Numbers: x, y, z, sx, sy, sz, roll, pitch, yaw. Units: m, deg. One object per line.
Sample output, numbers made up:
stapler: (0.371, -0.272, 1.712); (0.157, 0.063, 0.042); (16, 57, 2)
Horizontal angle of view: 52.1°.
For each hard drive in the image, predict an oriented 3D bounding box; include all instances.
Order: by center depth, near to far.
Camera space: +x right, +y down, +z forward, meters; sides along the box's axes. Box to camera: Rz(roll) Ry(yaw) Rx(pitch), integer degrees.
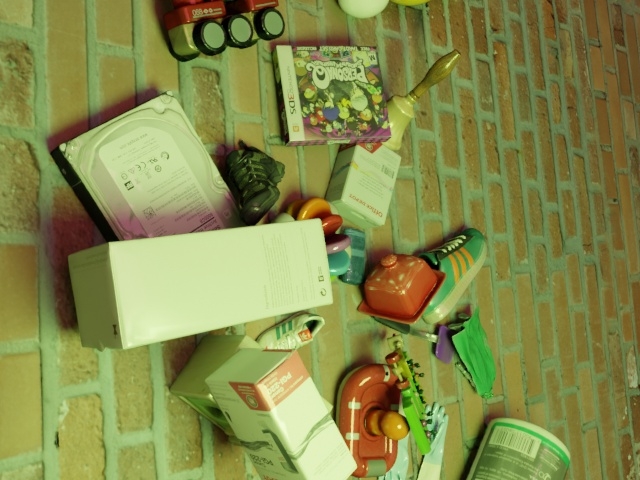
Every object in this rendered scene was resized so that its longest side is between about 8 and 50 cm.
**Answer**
hard drive: (-0.275, -0.064, 1.152); (0.237, 0.064, 0.339); (-38, 107, -35)

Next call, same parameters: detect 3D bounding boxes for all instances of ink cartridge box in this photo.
ink cartridge box: (-0.062, 0.281, 1.009); (0.092, 0.158, 0.218); (-38, 106, -36)
ink cartridge box: (0.092, -0.130, 1.435); (0.127, 0.072, 0.175); (29, 67, -30)

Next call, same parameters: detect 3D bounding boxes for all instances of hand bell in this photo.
hand bell: (0.213, -0.323, 1.430); (0.126, 0.242, 0.126); (32, 34, -25)

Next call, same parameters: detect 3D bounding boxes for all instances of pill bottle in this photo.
pill bottle: (0.419, 0.609, 1.492); (0.204, 0.204, 0.361); (46, 60, -23)

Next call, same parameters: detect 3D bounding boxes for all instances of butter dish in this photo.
butter dish: (0.161, 0.080, 1.389); (0.160, 0.159, 0.118); (-49, 130, -32)

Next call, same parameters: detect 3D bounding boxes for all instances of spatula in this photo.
spatula: (0.224, 0.213, 1.510); (0.296, 0.030, 0.084); (25, 69, -32)

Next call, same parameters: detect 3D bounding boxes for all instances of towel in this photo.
towel: (0.072, 0.035, 1.415); (0.067, 0.029, 0.120); (14, 75, -49)

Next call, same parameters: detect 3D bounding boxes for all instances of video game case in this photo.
video game case: (0.025, -0.306, 1.378); (0.231, 0.042, 0.211); (-5, 81, -19)

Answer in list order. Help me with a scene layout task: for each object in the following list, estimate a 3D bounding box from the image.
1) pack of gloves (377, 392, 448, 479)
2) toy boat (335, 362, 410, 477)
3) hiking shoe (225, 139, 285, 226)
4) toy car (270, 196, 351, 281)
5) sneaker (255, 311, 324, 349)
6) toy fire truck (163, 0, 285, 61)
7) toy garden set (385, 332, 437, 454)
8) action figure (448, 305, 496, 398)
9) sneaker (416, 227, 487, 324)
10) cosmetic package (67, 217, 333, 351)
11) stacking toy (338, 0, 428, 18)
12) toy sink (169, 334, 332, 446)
pack of gloves: (0.221, 0.468, 1.461); (0.195, 0.046, 0.232); (23, 70, -34)
toy boat: (0.122, 0.368, 1.333); (0.150, 0.151, 0.231); (11, 77, -36)
hiking shoe: (-0.137, -0.108, 1.217); (0.114, 0.086, 0.227); (36, 24, -16)
toy car: (0.000, 0.000, 1.304); (0.159, 0.136, 0.182); (-23, 97, -38)
sneaker: (-0.059, 0.188, 1.269); (0.161, 0.075, 0.057); (-32, 102, -36)
toy fire truck: (-0.211, -0.478, 1.228); (0.217, 0.158, 0.247); (-26, 109, -37)
toy garden set: (0.189, 0.284, 1.352); (0.244, 0.049, 0.204); (-75, 144, -73)
action figure: (0.378, 0.293, 1.597); (0.137, 0.063, 0.232); (-35, 111, -37)
sneaker: (0.295, 0.052, 1.542); (0.121, 0.108, 0.302); (50, 52, -14)
cosmetic package: (-0.183, 0.065, 1.041); (0.365, 0.196, 0.155); (-7, 88, -39)
stacking toy: (0.223, -0.675, 1.525); (0.479, 0.350, 0.351); (-36, 106, -17)
toy sink: (-0.122, 0.286, 1.160); (0.234, 0.152, 0.131); (45, 60, -25)
